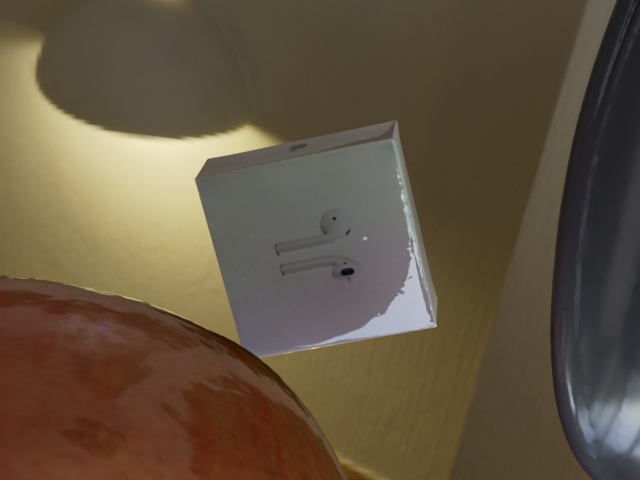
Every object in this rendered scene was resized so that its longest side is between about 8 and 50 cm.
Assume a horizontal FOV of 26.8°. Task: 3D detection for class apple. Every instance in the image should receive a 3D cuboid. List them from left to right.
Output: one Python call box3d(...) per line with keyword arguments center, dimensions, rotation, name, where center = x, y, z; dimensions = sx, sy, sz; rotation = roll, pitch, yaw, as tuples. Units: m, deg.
box3d(center=(-0.139, 0.183, 0.596), dimensions=(0.363, 0.364, 0.364), rotation=(8, -148, -5), name="apple")

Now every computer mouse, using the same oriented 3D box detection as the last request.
box3d(center=(0.123, -0.033, 0.426), dimensions=(0.057, 0.232, 0.120), rotation=(16, -179, 35), name="computer mouse")

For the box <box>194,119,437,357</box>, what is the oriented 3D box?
box3d(center=(0.000, 0.000, 0.876), dimensions=(0.129, 0.130, 0.051), rotation=(-11, -160, 11), name="box")
